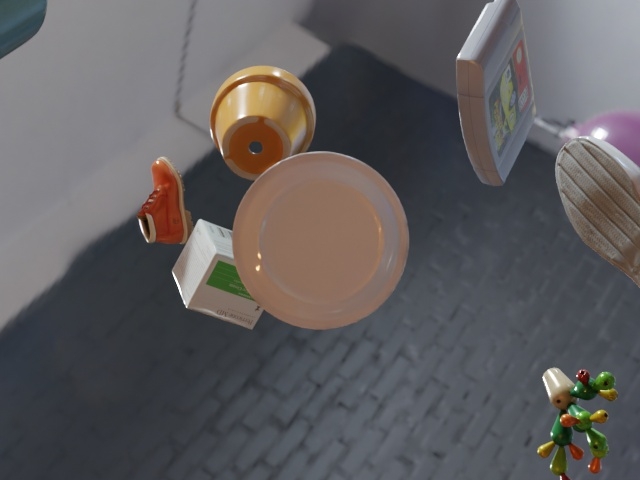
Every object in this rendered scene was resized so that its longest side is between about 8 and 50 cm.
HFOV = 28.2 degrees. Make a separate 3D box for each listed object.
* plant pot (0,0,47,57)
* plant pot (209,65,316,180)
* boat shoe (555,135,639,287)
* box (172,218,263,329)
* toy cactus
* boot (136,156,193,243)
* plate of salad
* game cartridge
[{"bbox_3d":[-0.678,-0.411,2.231,0.334,0.341,0.341,-45,-20,-52],"label":"plant pot"},{"bbox_3d":[-0.114,-0.206,2.407,0.188,0.205,0.205,-83,16,-66],"label":"plant pot"},{"bbox_3d":[0.304,-0.003,1.180,0.075,0.226,0.083,-3,-36,-46],"label":"boat shoe"},{"bbox_3d":[-0.122,0.044,1.643,0.087,0.101,0.102,-60,29,18],"label":"box"},{"bbox_3d":[0.404,0.282,2.070,0.112,0.180,0.219,-4,-54,-17],"label":"toy cactus"},{"bbox_3d":[-0.270,-0.067,2.125,0.084,0.158,0.059,-7,-21,-26],"label":"boot"},{"bbox_3d":[0.000,0.000,1.436,0.200,0.199,0.048,-59,5,0],"label":"plate of salad"},{"bbox_3d":[0.296,-0.239,2.142,0.196,0.060,0.294,-57,-33,-29],"label":"game cartridge"}]
